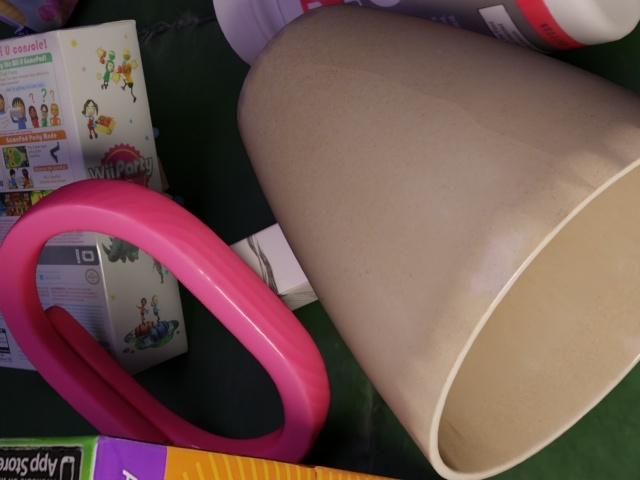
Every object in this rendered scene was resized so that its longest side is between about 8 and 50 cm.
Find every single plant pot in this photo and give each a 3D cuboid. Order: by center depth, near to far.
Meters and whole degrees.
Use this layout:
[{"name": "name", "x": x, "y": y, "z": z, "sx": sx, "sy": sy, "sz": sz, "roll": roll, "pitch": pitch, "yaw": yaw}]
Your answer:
[{"name": "plant pot", "x": 0.077, "y": -0.033, "z": 0.735, "sx": 0.274, "sy": 0.256, "sz": 0.256, "roll": 43, "pitch": 104, "yaw": 32}]

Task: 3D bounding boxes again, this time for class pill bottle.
[{"name": "pill bottle", "x": 0.075, "y": -0.215, "z": 0.871, "sx": 0.318, "sy": 0.176, "sz": 0.176, "roll": -4, "pitch": 73, "yaw": 38}]

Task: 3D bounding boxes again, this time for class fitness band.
[{"name": "fitness band", "x": -0.125, "y": 0.081, "z": 0.888, "sx": 0.209, "sy": 0.291, "sz": 0.054, "roll": -35, "pitch": 15, "yaw": 37}]

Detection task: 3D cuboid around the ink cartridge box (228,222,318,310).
[{"name": "ink cartridge box", "x": -0.012, "y": 0.015, "z": 0.907, "sx": 0.135, "sy": 0.099, "sz": 0.056, "roll": -25, "pitch": 78, "yaw": 28}]

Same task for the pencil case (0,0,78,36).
[{"name": "pencil case", "x": -0.294, "y": -0.361, "z": 1.254, "sx": 0.113, "sy": 0.124, "sz": 0.273, "roll": 33, "pitch": 96, "yaw": 41}]

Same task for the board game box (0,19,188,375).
[{"name": "board game box", "x": -0.250, "y": -0.036, "z": 1.047, "sx": 0.224, "sy": 0.097, "sz": 0.303, "roll": 0, "pitch": 104, "yaw": 38}]

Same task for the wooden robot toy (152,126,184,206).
[{"name": "wooden robot toy", "x": -0.192, "y": -0.055, "z": 1.099, "sx": 0.076, "sy": 0.079, "sz": 0.173, "roll": -39, "pitch": 54, "yaw": 23}]

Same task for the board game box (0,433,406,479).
[{"name": "board game box", "x": -0.152, "y": 0.328, "z": 0.755, "sx": 0.356, "sy": 0.356, "sz": 0.356, "roll": -8, "pitch": 71, "yaw": 37}]
